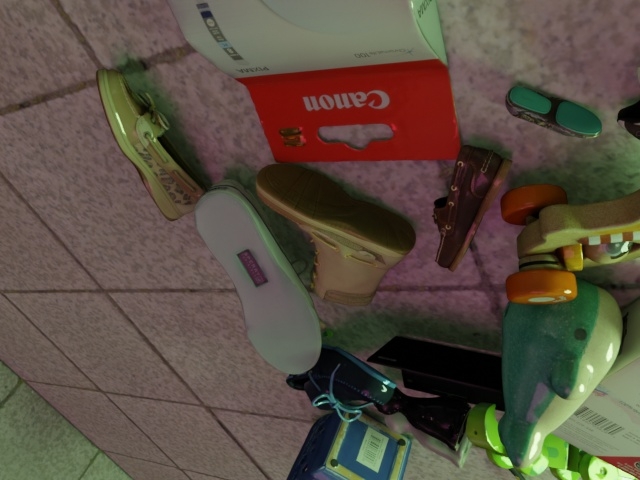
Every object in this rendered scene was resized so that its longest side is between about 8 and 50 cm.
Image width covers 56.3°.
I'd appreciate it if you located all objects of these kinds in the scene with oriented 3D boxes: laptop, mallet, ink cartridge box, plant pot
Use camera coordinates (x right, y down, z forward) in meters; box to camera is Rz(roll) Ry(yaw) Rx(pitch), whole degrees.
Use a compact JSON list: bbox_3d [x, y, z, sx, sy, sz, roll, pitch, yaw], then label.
[{"bbox_3d":[0.231,0.266,1.080,0.234,0.137,0.264,9,136,25],"label":"laptop"},{"bbox_3d":[0.444,0.537,1.325,0.189,0.039,0.062,44,141,-10],"label":"mallet"},{"bbox_3d":[0.498,0.218,0.870,0.226,0.131,0.306,29,140,2],"label":"ink cartridge box"},{"bbox_3d":[-0.011,-0.234,0.732,0.308,0.091,0.385,3,133,29],"label":"ink cartridge box"},{"bbox_3d":[0.074,0.533,1.398,0.235,0.236,0.212,29,134,1],"label":"plant pot"}]

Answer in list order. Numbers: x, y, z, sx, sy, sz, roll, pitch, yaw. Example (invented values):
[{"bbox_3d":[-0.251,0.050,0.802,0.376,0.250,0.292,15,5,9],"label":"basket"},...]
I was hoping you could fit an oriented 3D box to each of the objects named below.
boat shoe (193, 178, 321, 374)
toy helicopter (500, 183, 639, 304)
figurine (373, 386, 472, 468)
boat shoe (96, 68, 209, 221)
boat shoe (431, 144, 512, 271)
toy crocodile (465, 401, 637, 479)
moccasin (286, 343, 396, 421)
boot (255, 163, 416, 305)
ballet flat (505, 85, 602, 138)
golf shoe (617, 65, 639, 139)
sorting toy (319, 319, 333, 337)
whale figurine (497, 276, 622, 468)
[{"bbox_3d":[-0.099,0.056,1.060,0.135,0.156,0.367,-24,108,14],"label":"boat shoe"},{"bbox_3d":[0.364,-0.022,0.655,0.234,0.140,0.355,3,163,-6],"label":"toy helicopter"},{"bbox_3d":[0.204,0.369,1.240,0.209,0.092,0.215,17,153,27],"label":"figurine"},{"bbox_3d":[-0.270,-0.159,0.978,0.089,0.105,0.285,-21,134,0],"label":"boat shoe"},{"bbox_3d":[0.193,-0.043,0.827,0.073,0.073,0.207,22,133,9],"label":"boat shoe"},{"bbox_3d":[0.422,0.380,1.089,0.340,0.105,0.115,15,165,-8],"label":"toy crocodile"},{"bbox_3d":[0.033,0.278,1.145,0.137,0.117,0.342,37,165,-13],"label":"moccasin"},{"bbox_3d":[0.000,0.000,0.974,0.261,0.095,0.203,24,142,-2],"label":"boot"},{"bbox_3d":[0.269,-0.147,0.699,0.114,0.041,0.041,25,141,7],"label":"ballet flat"},{"bbox_3d":[0.366,-0.167,0.582,0.093,0.077,0.198,22,139,9],"label":"golf shoe"},{"bbox_3d":[-0.015,0.179,1.236,0.083,0.012,0.062,38,136,-5],"label":"sorting toy"},{"bbox_3d":[0.305,0.175,0.847,0.141,0.272,0.216,26,-175,6],"label":"whale figurine"}]
